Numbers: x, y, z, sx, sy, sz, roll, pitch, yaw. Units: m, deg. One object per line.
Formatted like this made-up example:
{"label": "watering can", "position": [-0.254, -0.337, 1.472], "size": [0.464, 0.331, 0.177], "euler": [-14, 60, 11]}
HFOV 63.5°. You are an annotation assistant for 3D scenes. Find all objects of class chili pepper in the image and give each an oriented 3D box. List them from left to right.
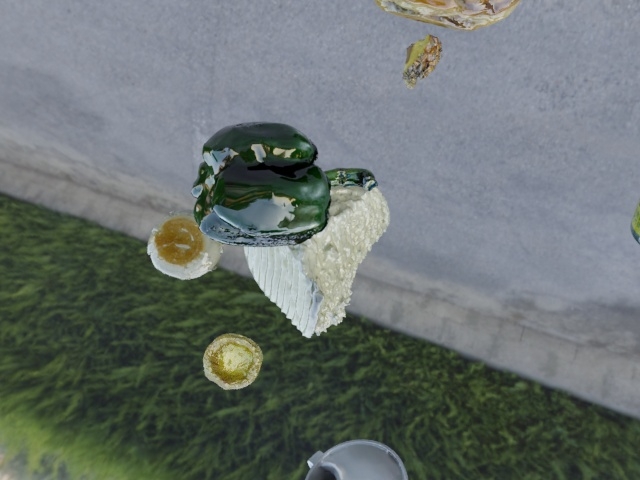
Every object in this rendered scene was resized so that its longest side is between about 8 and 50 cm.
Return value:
{"label": "chili pepper", "position": [-0.049, -0.072, 0.749], "size": [0.260, 0.174, 0.165], "euler": [-3, 142, -34]}

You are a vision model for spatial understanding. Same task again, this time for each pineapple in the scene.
{"label": "pineapple", "position": [0.199, -0.366, 1.074], "size": [0.077, 0.114, 0.114], "euler": [29, 168, 11]}

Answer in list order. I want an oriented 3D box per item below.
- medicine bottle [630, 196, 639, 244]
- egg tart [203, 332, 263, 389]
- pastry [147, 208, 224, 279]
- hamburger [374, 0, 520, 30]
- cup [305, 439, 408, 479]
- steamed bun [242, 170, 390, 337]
{"label": "medicine bottle", "position": [0.590, -0.114, 0.789], "size": [0.141, 0.141, 0.293], "euler": [15, 133, 23]}
{"label": "egg tart", "position": [-0.155, 0.210, 0.912], "size": [0.105, 0.105, 0.039], "euler": [30, 175, -11]}
{"label": "pastry", "position": [-0.283, 0.008, 1.097], "size": [0.165, 0.166, 0.088], "euler": [23, 169, 6]}
{"label": "hamburger", "position": [0.204, -0.490, 0.808], "size": [0.304, 0.284, 0.174], "euler": [17, -170, 7]}
{"label": "cup", "position": [0.076, 0.438, 0.849], "size": [0.166, 0.221, 0.202], "euler": [-20, 119, 3]}
{"label": "steamed bun", "position": [0.000, 0.000, 1.020], "size": [0.273, 0.272, 0.290], "euler": [38, 145, 30]}
